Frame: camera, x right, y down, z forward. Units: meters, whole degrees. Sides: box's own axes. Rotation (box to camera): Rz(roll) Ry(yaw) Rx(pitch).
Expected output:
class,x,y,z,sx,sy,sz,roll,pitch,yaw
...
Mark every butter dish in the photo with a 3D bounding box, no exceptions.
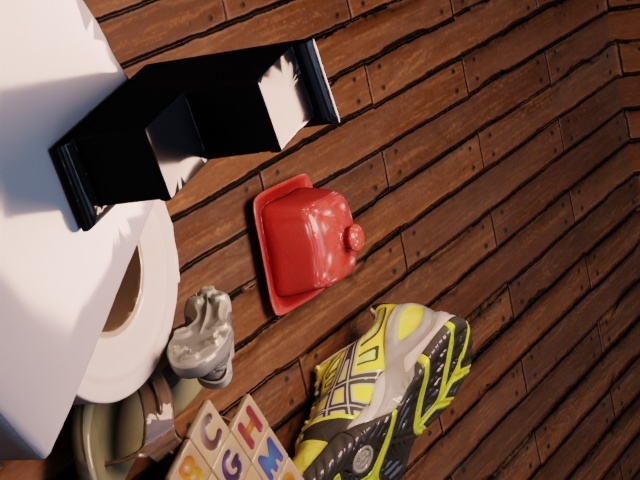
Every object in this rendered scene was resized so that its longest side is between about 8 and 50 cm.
class,x,y,z,sx,sy,sz,roll,pitch,yaw
butter dish,0.000,0.000,2.465,0.160,0.118,0.160,-28,109,-59

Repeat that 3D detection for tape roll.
class,x,y,z,sx,sy,sz,roll,pitch,yaw
tape roll,-0.263,0.029,2.010,0.286,0.100,0.286,17,70,-59

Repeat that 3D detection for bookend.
class,x,y,z,sx,sy,sz,roll,pitch,yaw
bookend,-0.091,-0.081,1.466,0.156,0.157,0.072,-52,129,-53

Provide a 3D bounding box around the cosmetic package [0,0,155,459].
class,x,y,z,sx,sy,sz,roll,pitch,yaw
cosmetic package,-0.389,-0.047,1.491,0.329,0.393,0.327,57,39,-39

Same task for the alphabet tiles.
class,x,y,z,sx,sy,sz,roll,pitch,yaw
alphabet tiles,-0.089,0.358,2.233,0.342,0.011,0.285,60,42,-36

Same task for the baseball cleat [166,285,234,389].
class,x,y,z,sx,sy,sz,roll,pitch,yaw
baseball cleat,-0.120,0.126,2.125,0.206,0.072,0.109,-75,158,-68

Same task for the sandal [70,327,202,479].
class,x,y,z,sx,sy,sz,roll,pitch,yaw
sandal,-0.187,0.183,2.130,0.303,0.086,0.120,-52,134,-53

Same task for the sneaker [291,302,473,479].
class,x,y,z,sx,sy,sz,roll,pitch,yaw
sneaker,0.043,0.234,2.504,0.385,0.147,0.145,-47,140,-30

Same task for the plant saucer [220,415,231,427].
class,x,y,z,sx,sy,sz,roll,pitch,yaw
plant saucer,-0.116,0.289,2.279,0.168,0.029,0.168,41,39,-46
